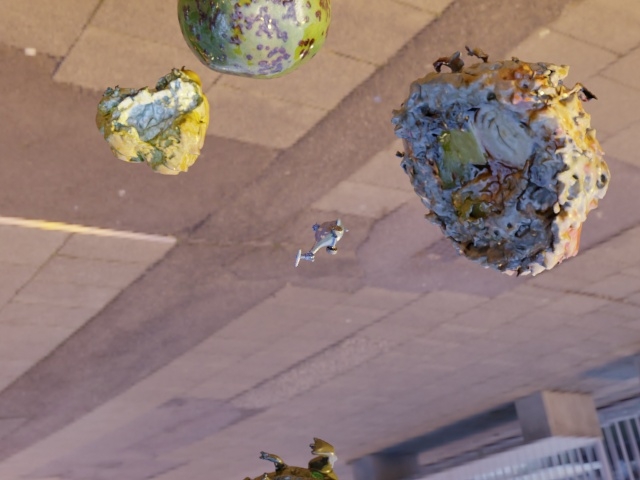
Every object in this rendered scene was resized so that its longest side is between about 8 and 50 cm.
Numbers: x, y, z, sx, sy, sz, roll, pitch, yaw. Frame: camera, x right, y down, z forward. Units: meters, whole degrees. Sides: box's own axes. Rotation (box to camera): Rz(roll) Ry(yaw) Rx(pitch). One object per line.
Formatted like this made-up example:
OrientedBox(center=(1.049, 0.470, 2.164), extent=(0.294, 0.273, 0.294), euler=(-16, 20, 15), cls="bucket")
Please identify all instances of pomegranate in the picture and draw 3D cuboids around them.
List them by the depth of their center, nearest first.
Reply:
OrientedBox(center=(-0.107, -0.385, 1.373), extent=(0.254, 0.254, 0.270), euler=(-15, 121, 13), cls="pomegranate")

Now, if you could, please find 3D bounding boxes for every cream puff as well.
OrientedBox(center=(-0.214, -0.149, 1.150), extent=(0.156, 0.156, 0.121), euler=(-7, 159, -5), cls="cream puff")

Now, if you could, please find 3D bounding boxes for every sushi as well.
OrientedBox(center=(0.292, -0.138, 1.507), extent=(0.176, 0.417, 0.417), euler=(-34, 172, -34), cls="sushi")

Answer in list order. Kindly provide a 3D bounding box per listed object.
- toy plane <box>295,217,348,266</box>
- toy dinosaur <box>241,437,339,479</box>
OrientedBox(center=(0.000, 0.000, 1.592), extent=(0.062, 0.167, 0.054), euler=(22, 122, 13), cls="toy plane")
OrientedBox(center=(-0.030, 0.339, 1.127), extent=(0.187, 0.087, 0.179), euler=(6, 133, 1), cls="toy dinosaur")
